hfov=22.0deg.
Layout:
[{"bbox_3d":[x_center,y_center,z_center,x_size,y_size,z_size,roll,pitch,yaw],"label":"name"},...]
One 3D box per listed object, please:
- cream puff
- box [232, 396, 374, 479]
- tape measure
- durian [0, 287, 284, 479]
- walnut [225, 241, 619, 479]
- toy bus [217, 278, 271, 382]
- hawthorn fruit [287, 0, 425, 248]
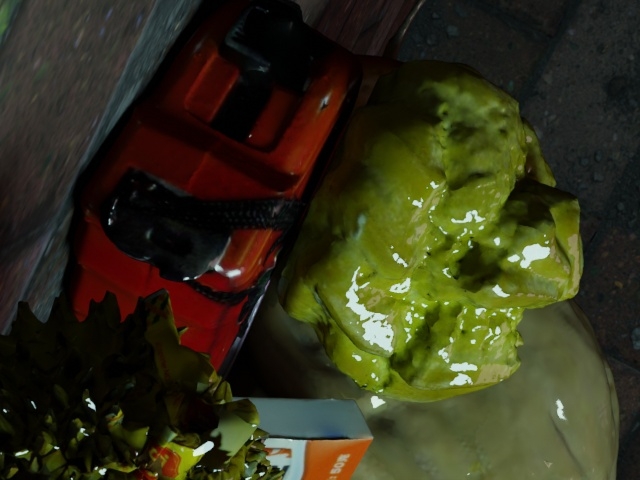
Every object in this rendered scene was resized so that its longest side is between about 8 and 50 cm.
[{"bbox_3d":[0.076,0.000,1.043,0.195,0.195,0.221,-55,168,-70],"label":"cream puff"},{"bbox_3d":[-0.130,0.218,1.164,0.273,0.265,0.048,-64,-143,33],"label":"box"},{"bbox_3d":[-0.064,-0.032,1.046,0.260,0.114,0.253,-60,178,-30],"label":"tape measure"},{"bbox_3d":[-0.118,0.170,0.759,0.258,0.258,0.293,-59,148,-51],"label":"durian"},{"bbox_3d":[0.067,0.152,1.368,0.381,0.381,0.381,-62,178,-5],"label":"walnut"},{"bbox_3d":[-0.136,0.111,1.241,0.090,0.112,0.274,-89,-155,-75],"label":"toy bus"},{"bbox_3d":[0.039,-0.067,1.577,0.263,0.235,0.231,-97,173,-52],"label":"hawthorn fruit"}]
